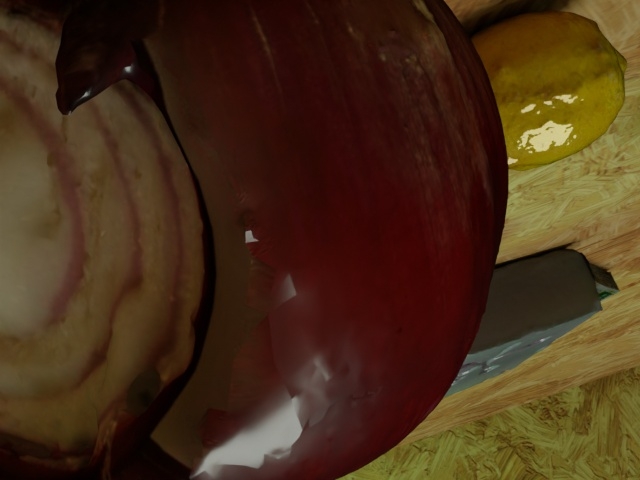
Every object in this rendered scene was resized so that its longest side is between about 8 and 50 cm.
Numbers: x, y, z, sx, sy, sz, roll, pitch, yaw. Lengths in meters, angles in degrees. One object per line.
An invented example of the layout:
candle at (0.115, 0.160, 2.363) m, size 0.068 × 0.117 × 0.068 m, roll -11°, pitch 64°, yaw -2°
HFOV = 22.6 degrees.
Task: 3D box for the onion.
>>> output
onion at (-0.077, -0.036, 0.743) m, size 0.341 × 0.341 × 0.341 m, roll -20°, pitch 166°, yaw -5°

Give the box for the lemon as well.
lemon at (0.152, -0.109, 1.181) m, size 0.155 × 0.114 × 0.114 m, roll -21°, pitch 166°, yaw -2°

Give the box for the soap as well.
soap at (0.187, 0.127, 2.134) m, size 0.285 × 0.107 × 0.296 m, roll -18°, pitch 166°, yaw -23°

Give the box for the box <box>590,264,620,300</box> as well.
box at (0.377, 0.061, 2.282) m, size 0.050 × 0.041 × 0.207 m, roll -29°, pitch 165°, yaw 17°
